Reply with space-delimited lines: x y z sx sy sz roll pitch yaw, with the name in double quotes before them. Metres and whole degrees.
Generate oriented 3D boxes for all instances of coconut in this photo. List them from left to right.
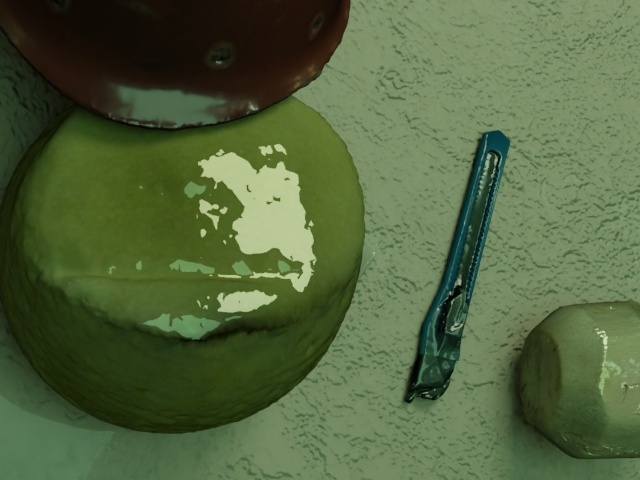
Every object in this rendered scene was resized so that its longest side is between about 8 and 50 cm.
"coconut" 0.289 0.139 1.681 0.162 0.161 0.161 2 84 -17

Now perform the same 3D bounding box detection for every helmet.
"helmet" -0.106 -0.303 1.403 0.337 0.230 0.385 22 44 -4

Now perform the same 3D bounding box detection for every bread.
"bread" -0.120 0.014 1.456 0.320 0.237 0.321 11 64 -23

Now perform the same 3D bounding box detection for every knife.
"knife" 0.141 0.025 1.690 0.044 0.026 0.297 18 78 -12

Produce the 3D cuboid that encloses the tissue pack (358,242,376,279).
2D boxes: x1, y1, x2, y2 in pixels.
"tissue pack" 0.000 0.000 1.624 0.108 0.023 0.056 44 68 -16
